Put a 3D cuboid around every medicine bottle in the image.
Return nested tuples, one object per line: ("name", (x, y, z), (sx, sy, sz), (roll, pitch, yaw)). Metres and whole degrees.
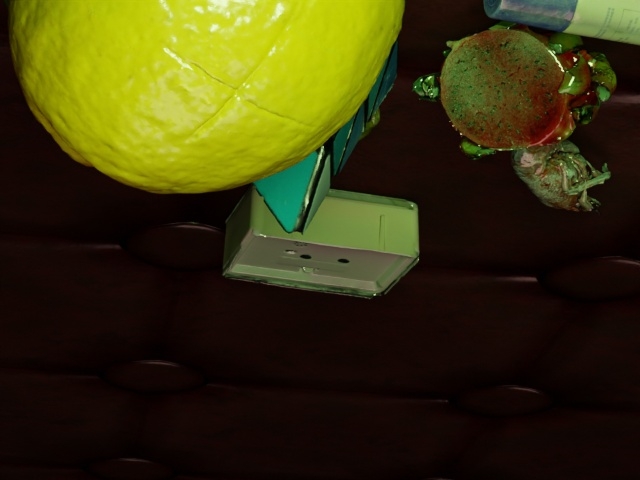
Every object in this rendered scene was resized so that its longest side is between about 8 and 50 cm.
("medicine bottle", (0.257, -0.199, 1.708), (0.231, 0.059, 0.059), (8, 157, -16))

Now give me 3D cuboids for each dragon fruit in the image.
("dragon fruit", (0.190, -0.133, 1.802), (0.175, 0.142, 0.138), (-6, 132, -42))

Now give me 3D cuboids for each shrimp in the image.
("shrimp", (0.247, -0.068, 2.029), (0.073, 0.075, 0.190), (-40, 137, 12))

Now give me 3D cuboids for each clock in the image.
("clock", (0.000, 0.000, 2.200), (0.192, 0.071, 0.147), (8, 157, -14))

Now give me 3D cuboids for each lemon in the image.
("lemon", (-0.088, -0.177, 1.488), (0.297, 0.297, 0.297), (1, 158, 1))

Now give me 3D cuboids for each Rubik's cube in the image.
("Rubik's cube", (-0.061, -0.199, 1.718), (0.234, 0.284, 0.250), (20, 133, 9))

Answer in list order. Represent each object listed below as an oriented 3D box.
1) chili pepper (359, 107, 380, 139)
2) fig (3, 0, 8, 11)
("chili pepper", (0.012, -0.106, 1.964), (0.050, 0.052, 0.202), (-20, 171, -35))
("fig", (-0.220, -0.224, 1.624), (0.117, 0.117, 0.177), (-9, 148, 23))
